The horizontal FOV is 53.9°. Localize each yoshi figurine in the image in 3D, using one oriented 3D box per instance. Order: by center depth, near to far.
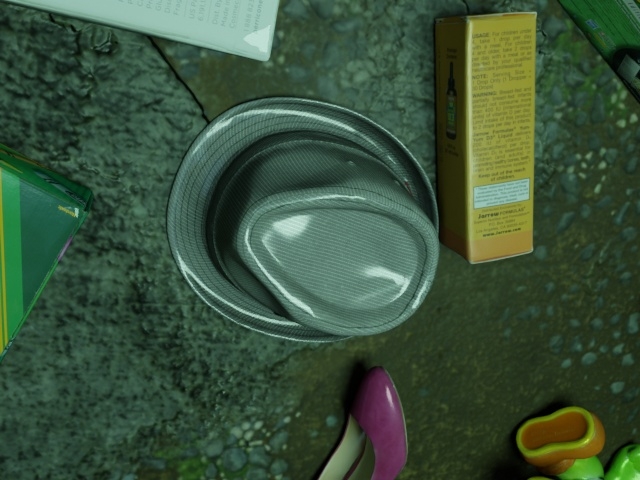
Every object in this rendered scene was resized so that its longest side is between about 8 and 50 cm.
[{"bbox_3d":[0.387,0.374,0.770,0.204,0.203,0.362,-39,115,-7],"label":"yoshi figurine"}]

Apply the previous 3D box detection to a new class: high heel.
[{"bbox_3d":[0.022,0.249,0.694,0.117,0.082,0.243,-7,122,-22],"label":"high heel"}]

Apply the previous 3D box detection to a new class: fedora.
[{"bbox_3d":[0.000,0.000,0.585,0.276,0.124,0.243,26,98,-20],"label":"fedora"}]

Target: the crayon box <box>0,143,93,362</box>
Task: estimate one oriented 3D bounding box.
[{"bbox_3d":[-0.353,-0.030,0.507,0.279,0.081,0.165,30,98,-21],"label":"crayon box"}]

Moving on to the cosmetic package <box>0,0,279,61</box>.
[{"bbox_3d":[-0.148,-0.216,0.424,0.225,0.224,0.138,7,106,-17],"label":"cosmetic package"}]

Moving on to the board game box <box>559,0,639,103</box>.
[{"bbox_3d":[0.327,-0.181,0.607,0.260,0.136,0.030,39,96,-22],"label":"board game box"}]

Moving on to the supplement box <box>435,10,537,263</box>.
[{"bbox_3d":[0.161,-0.101,0.620,0.080,0.078,0.233,-11,110,-11],"label":"supplement box"}]
